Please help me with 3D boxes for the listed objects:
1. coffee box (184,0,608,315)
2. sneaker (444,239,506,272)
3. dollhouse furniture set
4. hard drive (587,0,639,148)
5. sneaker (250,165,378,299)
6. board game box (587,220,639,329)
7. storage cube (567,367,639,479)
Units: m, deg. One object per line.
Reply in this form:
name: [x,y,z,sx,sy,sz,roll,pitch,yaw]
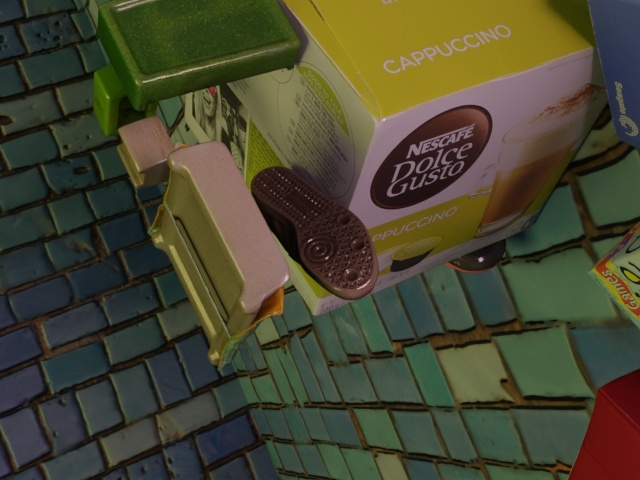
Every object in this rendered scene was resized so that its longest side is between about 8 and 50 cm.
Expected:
coffee box: [0.075,-0.181,0.900,0.338,0.338,0.334,56,152,25]
sneaker: [0.170,-0.016,1.156,0.314,0.116,0.136,44,157,55]
dollhouse furniture set: [-0.079,-0.062,0.730,0.301,0.151,0.197,62,156,13]
hard drive: [0.364,-0.106,0.639,0.319,0.040,0.210,40,168,46]
sneaker: [0.000,0.000,0.748,0.188,0.066,0.071,51,167,41]
board game box: [0.349,0.012,0.604,0.144,0.142,0.275,48,172,6]
storage cube: [0.383,0.233,0.770,0.193,0.215,0.183,52,153,44]
